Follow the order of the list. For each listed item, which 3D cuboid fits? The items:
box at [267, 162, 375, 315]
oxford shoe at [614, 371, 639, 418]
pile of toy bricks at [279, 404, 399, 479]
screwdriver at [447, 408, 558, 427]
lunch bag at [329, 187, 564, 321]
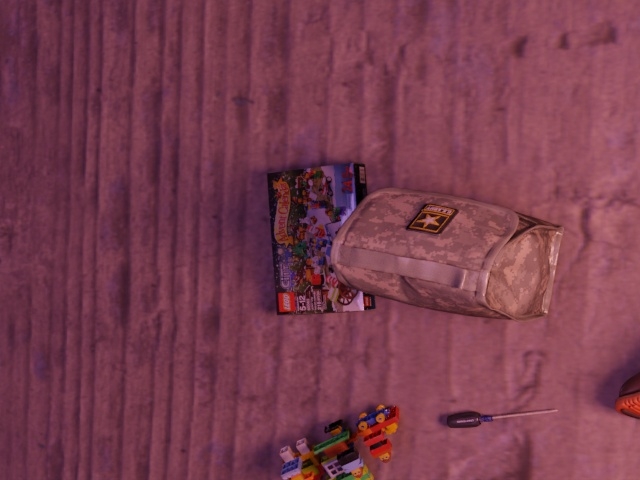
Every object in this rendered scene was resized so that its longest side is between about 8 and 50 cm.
[{"bbox_3d":[0.000,0.000,1.861,0.159,0.044,0.233,-6,88,28],"label":"box"},{"bbox_3d":[0.540,0.140,1.535,0.364,0.130,0.132,-32,46,39],"label":"oxford shoe"},{"bbox_3d":[0.043,0.350,1.819,0.212,0.118,0.105,-27,110,16],"label":"pile of toy bricks"},{"bbox_3d":[0.269,0.264,1.734,0.170,0.024,0.025,-6,58,26],"label":"screwdriver"},{"bbox_3d":[0.178,0.021,1.632,0.235,0.287,0.169,12,96,28],"label":"lunch bag"}]
